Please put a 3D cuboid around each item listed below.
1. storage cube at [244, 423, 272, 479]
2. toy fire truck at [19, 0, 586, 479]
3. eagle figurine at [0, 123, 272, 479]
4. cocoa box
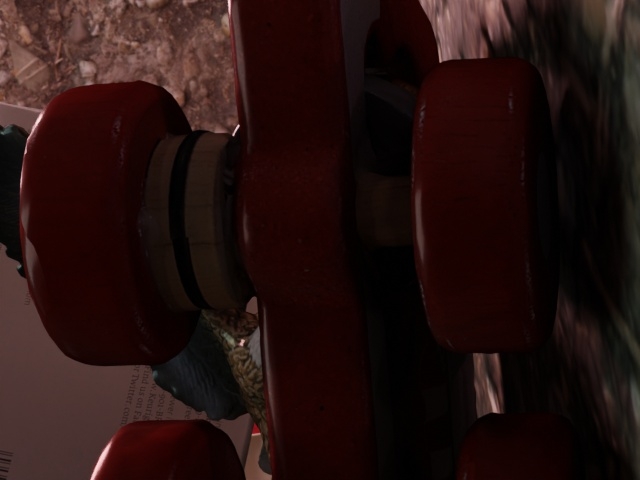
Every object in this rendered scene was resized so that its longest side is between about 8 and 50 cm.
[{"bbox_3d":[-0.046,0.253,1.531,0.193,0.184,0.215,-170,72,-85],"label":"storage cube"},{"bbox_3d":[0.017,0.032,0.631,0.254,0.169,0.302,-43,-51,-72],"label":"toy fire truck"},{"bbox_3d":[-0.038,0.037,0.940,0.225,0.226,0.298,-30,82,47],"label":"eagle figurine"},{"bbox_3d":[-0.165,0.118,1.150,0.228,0.231,0.347,110,171,-66],"label":"cocoa box"}]
